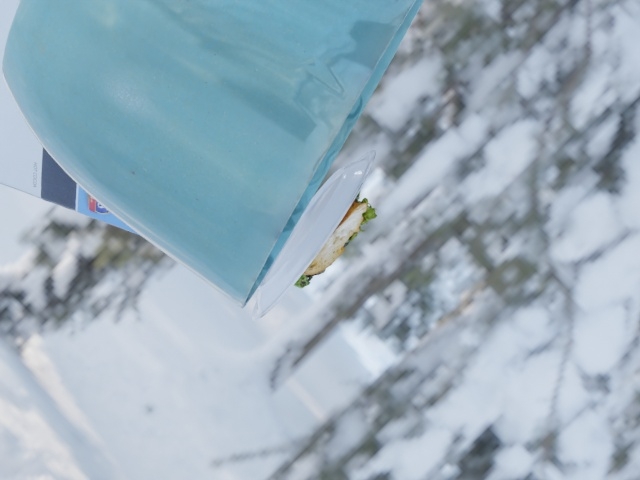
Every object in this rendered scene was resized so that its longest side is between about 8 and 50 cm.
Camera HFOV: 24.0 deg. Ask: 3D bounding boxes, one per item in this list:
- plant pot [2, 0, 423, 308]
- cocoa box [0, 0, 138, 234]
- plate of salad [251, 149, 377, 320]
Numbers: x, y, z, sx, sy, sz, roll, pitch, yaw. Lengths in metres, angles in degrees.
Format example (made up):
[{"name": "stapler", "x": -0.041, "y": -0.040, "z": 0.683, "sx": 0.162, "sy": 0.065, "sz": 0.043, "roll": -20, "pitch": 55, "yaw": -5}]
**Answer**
[{"name": "plant pot", "x": -0.083, "y": -0.136, "z": 1.085, "sx": 0.235, "sy": 0.293, "sz": 0.293, "roll": 30, "pitch": 4, "yaw": 1}, {"name": "cocoa box", "x": -0.149, "y": -0.207, "z": 1.390, "sx": 0.228, "sy": 0.347, "sz": 0.231, "roll": 20, "pitch": 40, "yaw": 9}, {"name": "plate of salad", "x": 0.000, "y": 0.000, "z": 1.437, "sx": 0.048, "sy": 0.200, "sz": 0.200, "roll": 35, "pitch": 5, "yaw": -8}]
